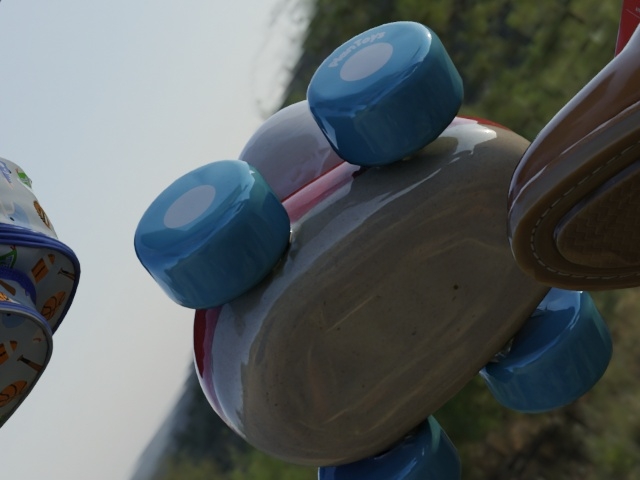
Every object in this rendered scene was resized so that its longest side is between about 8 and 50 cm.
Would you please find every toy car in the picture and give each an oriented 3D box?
[{"bbox_3d":[0.000,0.000,0.960,0.210,0.219,0.238,-40,30,-8],"label":"toy car"}]

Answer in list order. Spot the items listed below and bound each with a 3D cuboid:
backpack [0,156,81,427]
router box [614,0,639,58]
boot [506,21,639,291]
[{"bbox_3d":[-0.307,0.043,1.280,0.276,0.213,0.263,-44,-22,30],"label":"backpack"},{"bbox_3d":[0.321,-0.245,0.938,0.335,0.082,0.301,-26,-41,-27],"label":"router box"},{"bbox_3d":[0.145,-0.131,0.646,0.283,0.220,0.109,-41,-38,9],"label":"boot"}]
